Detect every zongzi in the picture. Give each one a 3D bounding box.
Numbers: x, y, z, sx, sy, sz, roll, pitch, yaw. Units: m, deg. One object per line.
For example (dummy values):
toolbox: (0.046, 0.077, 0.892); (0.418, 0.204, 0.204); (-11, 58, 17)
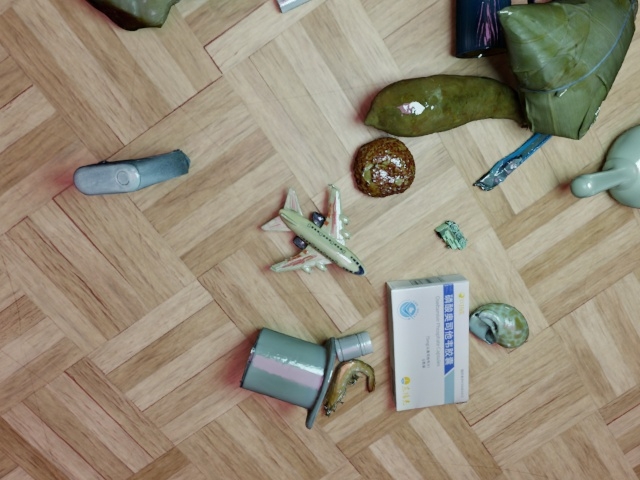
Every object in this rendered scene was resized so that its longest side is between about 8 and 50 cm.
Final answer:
zongzi: (0.476, -0.441, 0.832); (0.393, 0.174, 0.355); (29, 82, -44)

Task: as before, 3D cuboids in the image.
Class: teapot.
teapot: (0.746, -0.148, 1.029); (0.318, 0.149, 0.220); (-37, 104, 2)

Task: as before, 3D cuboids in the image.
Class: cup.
cup: (0.361, -0.472, 0.927); (0.150, 0.113, 0.138); (-9, 103, -15)

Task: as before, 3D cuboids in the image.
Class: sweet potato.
sweet potato: (0.296, -0.299, 0.959); (0.423, 0.130, 0.130); (-7, 105, -15)

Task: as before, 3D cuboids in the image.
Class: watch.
watch: (-0.380, -0.139, 0.886); (0.207, 0.193, 0.068); (-6, 106, 16)

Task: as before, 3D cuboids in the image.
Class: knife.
knife: (0.495, -0.220, 1.046); (0.297, 0.026, 0.044); (-42, 93, 5)

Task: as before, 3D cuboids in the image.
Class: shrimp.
shrimp: (0.080, 0.395, 1.149); (0.125, 0.034, 0.178); (18, 97, -17)

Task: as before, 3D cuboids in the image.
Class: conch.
conch: (0.466, 0.215, 1.114); (0.173, 0.106, 0.116); (17, 125, 8)

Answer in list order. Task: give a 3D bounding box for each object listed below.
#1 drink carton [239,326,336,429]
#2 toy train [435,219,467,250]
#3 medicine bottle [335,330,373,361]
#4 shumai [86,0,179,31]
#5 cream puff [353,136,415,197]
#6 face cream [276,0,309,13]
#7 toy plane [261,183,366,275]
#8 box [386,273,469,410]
drink carton: (-0.076, 0.301, 1.044); (0.190, 0.185, 0.190); (20, 102, 0)
toy train: (0.326, -0.009, 1.075); (0.053, 0.033, 0.083); (-33, 106, 7)
medicine bottle: (0.083, 0.269, 1.101); (0.091, 0.058, 0.058); (-14, 105, -3)
shumai: (-0.319, -0.528, 0.777); (0.346, 0.217, 0.283); (36, 97, -16)
cream puff: (0.147, -0.162, 0.991); (0.149, 0.084, 0.148); (-1, 103, -5)
face cream: (-0.029, -0.518, 0.907); (0.130, 0.034, 0.034); (-26, 105, 1)
toy plane: (0.000, 0.000, 1.003); (0.256, 0.104, 0.241); (36, 95, -13)
box: (0.278, 0.264, 1.119); (0.200, 0.065, 0.342); (-6, 104, -6)
